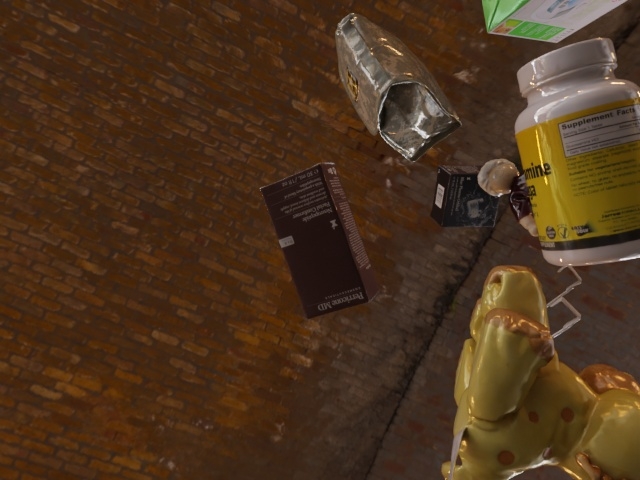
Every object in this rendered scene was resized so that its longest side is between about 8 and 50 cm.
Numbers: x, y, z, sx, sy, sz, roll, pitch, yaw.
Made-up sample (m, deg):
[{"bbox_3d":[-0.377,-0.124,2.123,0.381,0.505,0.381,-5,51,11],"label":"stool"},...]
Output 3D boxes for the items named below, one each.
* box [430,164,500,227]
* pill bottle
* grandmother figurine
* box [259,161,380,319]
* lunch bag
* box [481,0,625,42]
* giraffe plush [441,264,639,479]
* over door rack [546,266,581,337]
[{"bbox_3d":[0.407,-0.124,1.276,0.159,0.093,0.155,-1,-66,-8],"label":"box"},{"bbox_3d":[0.433,-0.138,0.751,0.188,0.188,0.333,-13,-90,1],"label":"pill bottle"},{"bbox_3d":[0.496,-0.112,0.996,0.207,0.342,0.104,-49,-52,-8],"label":"grandmother figurine"},{"bbox_3d":[0.000,0.000,1.238,0.191,0.143,0.381,-20,-88,21],"label":"box"},{"bbox_3d":[0.152,-0.341,1.013,0.169,0.287,0.235,-37,-121,24],"label":"lunch bag"},{"bbox_3d":[0.524,-0.555,0.972,0.231,0.262,0.126,-3,-96,-24],"label":"box"},{"bbox_3d":[0.210,0.144,0.390,0.171,0.210,0.181,14,-38,14],"label":"giraffe plush"},{"bbox_3d":[0.529,0.240,1.109,0.108,0.239,0.324,36,-59,15],"label":"over door rack"}]
